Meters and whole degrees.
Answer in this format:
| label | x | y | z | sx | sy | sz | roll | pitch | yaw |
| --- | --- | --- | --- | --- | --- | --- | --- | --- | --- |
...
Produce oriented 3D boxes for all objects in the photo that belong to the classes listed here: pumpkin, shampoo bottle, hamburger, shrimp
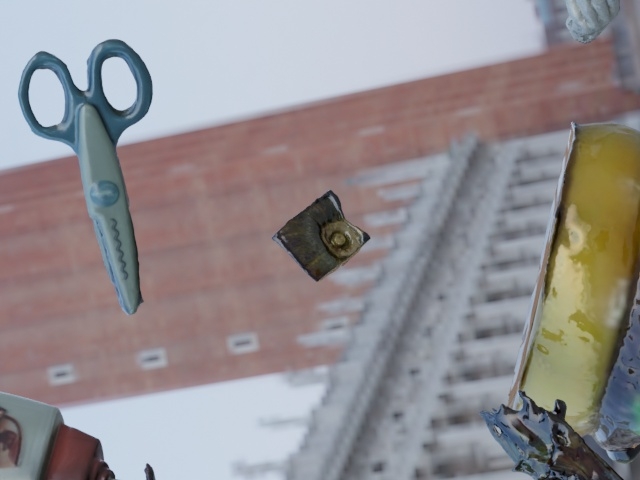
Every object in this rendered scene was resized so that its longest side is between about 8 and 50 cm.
| label | x | y | z | sx | sy | sz | roll | pitch | yaw |
| --- | --- | --- | --- | --- | --- | --- | --- | --- | --- |
| pumpkin | -0.002 | 0.000 | 1.929 | 0.073 | 0.035 | 0.101 | 49 | -129 | 9 |
| shampoo bottle | -0.252 | 0.183 | 1.483 | 0.153 | 0.284 | 0.071 | -65 | -26 | -49 |
| hamburger | 0.378 | 0.067 | 2.131 | 0.396 | 0.277 | 0.396 | 14 | -90 | -84 |
| shrimp | 0.243 | 0.265 | 1.712 | 0.289 | 0.075 | 0.178 | 50 | -155 | 4 |

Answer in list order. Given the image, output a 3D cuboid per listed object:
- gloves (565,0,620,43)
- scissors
| label | x | y | z | sx | sy | sz | roll | pitch | yaw |
| --- | --- | --- | --- | --- | --- | --- | --- | --- | --- |
| gloves | 0.186 | -0.159 | 1.281 | 0.044 | 0.037 | 0.081 | -50 | -26 | -11 |
| scissors | -0.224 | -0.061 | 1.961 | 0.041 | 0.138 | 0.289 | -127 | 26 | -76 |
